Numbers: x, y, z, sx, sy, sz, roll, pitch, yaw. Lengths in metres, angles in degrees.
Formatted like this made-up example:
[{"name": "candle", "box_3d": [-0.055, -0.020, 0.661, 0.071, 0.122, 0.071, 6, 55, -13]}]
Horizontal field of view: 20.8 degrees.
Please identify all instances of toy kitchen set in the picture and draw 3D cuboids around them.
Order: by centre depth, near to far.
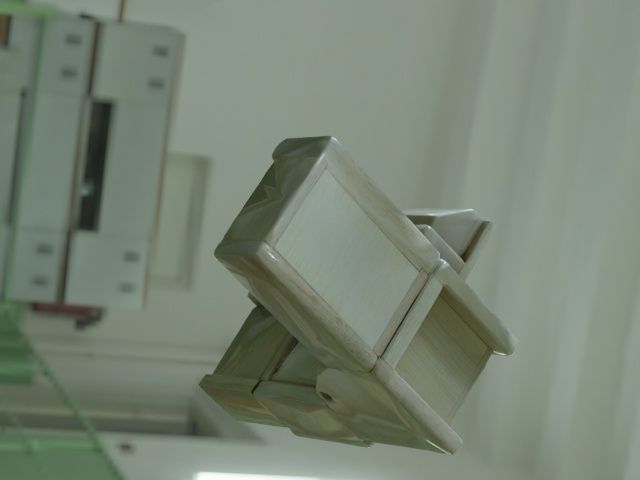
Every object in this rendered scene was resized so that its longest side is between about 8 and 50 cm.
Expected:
[{"name": "toy kitchen set", "box_3d": [0.000, 0.000, 0.418, 0.083, 0.075, 0.068, 1, -128, 51]}]
